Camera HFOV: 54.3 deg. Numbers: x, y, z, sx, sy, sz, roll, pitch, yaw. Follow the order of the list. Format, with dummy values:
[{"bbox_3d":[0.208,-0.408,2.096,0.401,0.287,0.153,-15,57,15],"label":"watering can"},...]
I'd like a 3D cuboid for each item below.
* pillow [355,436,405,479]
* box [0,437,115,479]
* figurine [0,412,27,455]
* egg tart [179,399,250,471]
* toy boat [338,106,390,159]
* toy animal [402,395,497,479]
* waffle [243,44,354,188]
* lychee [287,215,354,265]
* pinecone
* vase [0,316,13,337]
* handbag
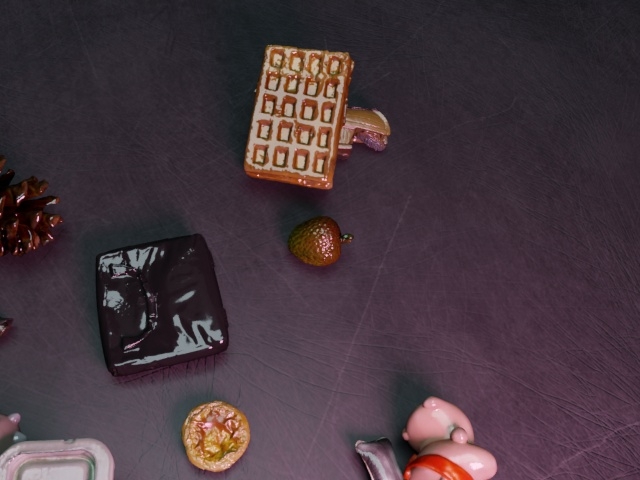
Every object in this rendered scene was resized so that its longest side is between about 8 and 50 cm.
[{"bbox_3d":[0.121,0.432,1.157,0.091,0.055,0.136,-10,62,-19],"label":"pillow"},{"bbox_3d":[-0.406,0.483,0.955,0.175,0.182,0.312,0,59,-11],"label":"box"},{"bbox_3d":[-0.682,0.322,1.013,0.380,0.203,0.248,24,50,19],"label":"figurine"},{"bbox_3d":[-0.196,0.359,1.148,0.130,0.052,0.130,5,58,-8],"label":"egg tart"},{"bbox_3d":[0.016,-0.265,1.562,0.321,0.089,0.121,1,75,-8],"label":"toy boat"},{"bbox_3d":[0.225,0.400,1.126,0.171,0.171,0.198,5,45,-7],"label":"toy animal"},{"bbox_3d":[-0.051,-0.295,1.471,0.224,0.098,0.328,10,84,0],"label":"waffle"},{"bbox_3d":[0.000,0.000,1.378,0.146,0.114,0.114,-2,57,9],"label":"lychee"},{"bbox_3d":[-0.670,-0.075,1.233,0.309,0.244,0.244,10,55,-23],"label":"pinecone"},{"bbox_3d":[-0.672,0.119,1.187,0.183,0.120,0.120,38,59,-1],"label":"vase"},{"bbox_3d":[-0.321,0.126,1.256,0.244,0.088,0.275,-11,64,-14],"label":"handbag"}]
